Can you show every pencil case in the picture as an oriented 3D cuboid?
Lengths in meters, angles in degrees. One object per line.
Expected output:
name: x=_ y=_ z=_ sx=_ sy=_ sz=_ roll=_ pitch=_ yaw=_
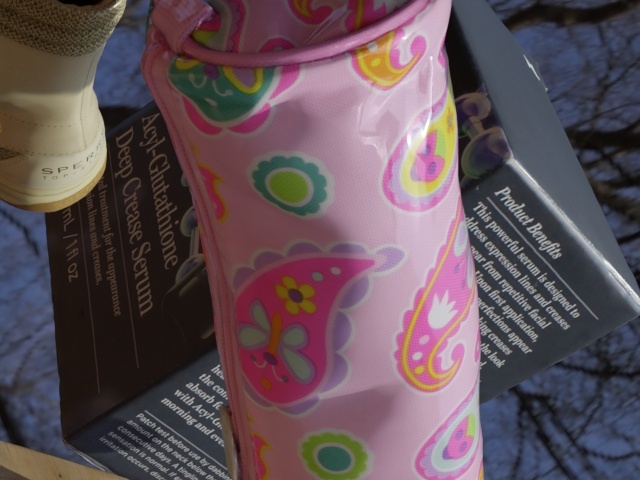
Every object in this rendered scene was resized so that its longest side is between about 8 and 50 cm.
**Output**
pencil case: x=0.003 y=0.016 z=0.642 sx=0.124 sy=0.124 sz=0.284 roll=19 pitch=-47 yaw=31

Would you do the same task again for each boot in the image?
boot: x=-0.201 y=-0.149 z=0.762 sx=0.262 sy=0.095 sz=0.203 roll=44 pitch=-26 yaw=8

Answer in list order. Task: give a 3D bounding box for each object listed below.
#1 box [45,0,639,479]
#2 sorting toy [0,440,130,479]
box: x=0.000 y=0.000 z=1.224 sx=0.395 sy=0.212 sz=0.293 roll=-32 pitch=-138 yaw=16
sorting toy: x=-0.162 y=0.178 z=0.615 sx=0.089 sy=0.255 sz=0.257 roll=-56 pitch=-144 yaw=15
